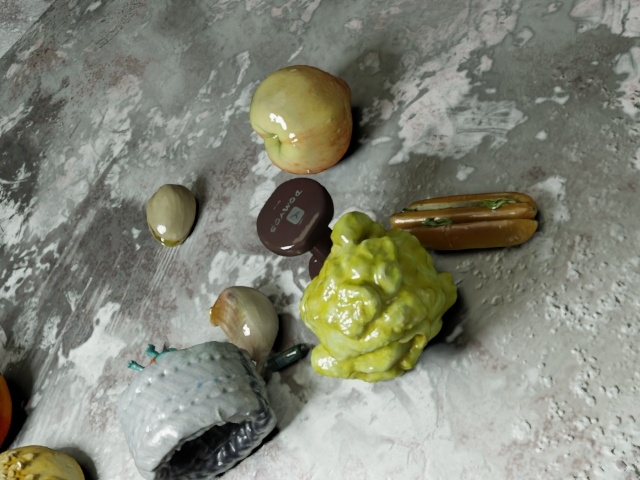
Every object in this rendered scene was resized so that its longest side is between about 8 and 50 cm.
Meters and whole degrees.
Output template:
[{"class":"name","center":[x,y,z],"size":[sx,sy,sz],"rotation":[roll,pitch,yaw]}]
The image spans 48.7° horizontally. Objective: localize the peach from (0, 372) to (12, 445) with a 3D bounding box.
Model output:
[{"class":"peach","center":[-0.829,0.371,1.536],"size":[0.332,0.308,0.307],"rotation":[8,66,55]}]

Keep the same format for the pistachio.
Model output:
[{"class":"pistachio","center":[-0.335,-0.058,1.584],"size":[0.113,0.113,0.149],"rotation":[-14,70,28]}]

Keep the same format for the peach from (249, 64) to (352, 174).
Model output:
[{"class":"peach","center":[-0.023,-0.251,1.412],"size":[0.233,0.232,0.232],"rotation":[-18,54,26]}]

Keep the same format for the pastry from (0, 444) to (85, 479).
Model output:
[{"class":"pastry","center":[-0.600,0.528,1.333],"size":[0.316,0.184,0.284],"rotation":[-35,47,12]}]

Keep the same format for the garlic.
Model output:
[{"class":"garlic","center":[-0.135,0.166,1.320],"size":[0.128,0.090,0.198],"rotation":[-53,52,16]}]

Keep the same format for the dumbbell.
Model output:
[{"class":"dumbbell","center":[0.000,0.000,1.219],"size":[0.124,0.225,0.140],"rotation":[27,81,39]}]

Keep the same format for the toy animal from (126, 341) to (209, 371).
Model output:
[{"class":"toy animal","center":[-0.281,0.233,1.355],"size":[0.208,0.103,0.100],"rotation":[-4,51,37]}]

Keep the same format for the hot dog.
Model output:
[{"class":"hot dog","center":[0.236,-0.034,1.184],"size":[0.250,0.068,0.100],"rotation":[-5,59,32]}]

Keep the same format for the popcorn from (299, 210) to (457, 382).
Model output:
[{"class":"popcorn","center":[0.077,0.093,1.092],"size":[0.235,0.250,0.241],"rotation":[-2,63,25]}]

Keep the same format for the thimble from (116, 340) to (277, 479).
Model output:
[{"class":"thimble","center":[-0.208,0.294,1.191],"size":[0.246,0.217,0.157],"rotation":[-33,56,0]}]

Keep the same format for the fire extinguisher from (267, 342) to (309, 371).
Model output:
[{"class":"fire extinguisher","center":[-0.055,0.205,1.266],"size":[0.083,0.025,0.038],"rotation":[-30,26,16]}]
